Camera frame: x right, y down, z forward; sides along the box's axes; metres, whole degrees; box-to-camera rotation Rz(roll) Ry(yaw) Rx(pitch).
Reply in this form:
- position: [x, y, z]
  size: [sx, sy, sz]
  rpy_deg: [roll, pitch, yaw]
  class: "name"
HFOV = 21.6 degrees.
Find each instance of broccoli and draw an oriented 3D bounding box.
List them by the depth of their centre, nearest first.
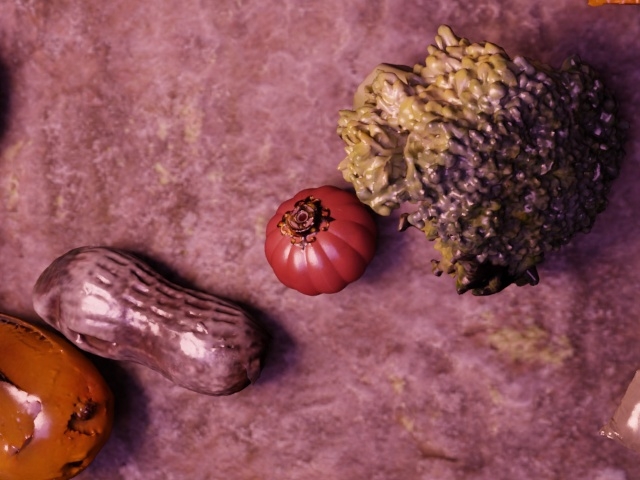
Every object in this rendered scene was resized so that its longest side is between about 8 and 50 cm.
- position: [0.118, -0.073, 1.465]
  size: [0.243, 0.263, 0.247]
  rpy_deg: [38, 145, 40]
  class: "broccoli"

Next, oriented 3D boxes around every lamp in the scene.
- position: [0.000, 0.000, 1.561]
  size: [0.107, 0.092, 0.108]
  rpy_deg: [-11, 59, 19]
  class: "lamp"

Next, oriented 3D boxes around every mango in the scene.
- position: [-0.313, 0.156, 1.666]
  size: [0.248, 0.151, 0.156]
  rpy_deg: [17, 82, 28]
  class: "mango"

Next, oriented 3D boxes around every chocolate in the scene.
- position: [-0.162, 0.078, 1.627]
  size: [0.248, 0.110, 0.110]
  rpy_deg: [24, 106, 11]
  class: "chocolate"

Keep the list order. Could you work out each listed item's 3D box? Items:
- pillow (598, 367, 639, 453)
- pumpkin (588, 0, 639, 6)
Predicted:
- position: [0.353, 0.159, 1.471]
  size: [0.181, 0.078, 0.134]
  rpy_deg: [27, 104, 17]
  class: "pillow"
- position: [0.270, -0.238, 1.448]
  size: [0.083, 0.054, 0.074]
  rpy_deg: [1, 103, -2]
  class: "pumpkin"
